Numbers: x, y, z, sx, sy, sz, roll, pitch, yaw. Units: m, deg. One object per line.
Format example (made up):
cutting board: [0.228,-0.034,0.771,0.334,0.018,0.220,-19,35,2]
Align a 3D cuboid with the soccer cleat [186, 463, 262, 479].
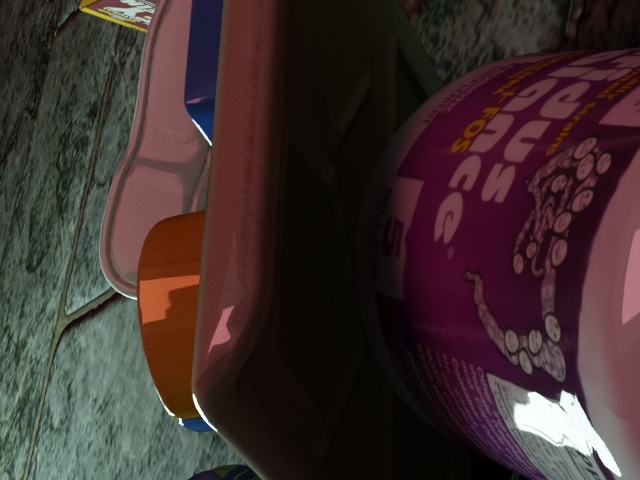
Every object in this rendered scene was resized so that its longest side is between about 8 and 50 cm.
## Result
soccer cleat: [-0.092,0.274,1.135,0.121,0.093,0.289,-45,-23,-66]

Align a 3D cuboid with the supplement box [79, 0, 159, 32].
supplement box: [-0.090,-0.268,1.435,0.191,0.129,0.194,1,76,69]

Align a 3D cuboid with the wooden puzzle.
wooden puzzle: [0.000,0.000,0.809,0.348,0.080,0.322,61,-154,-53]

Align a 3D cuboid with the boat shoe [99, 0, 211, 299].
boat shoe: [-0.078,-0.098,1.317,0.114,0.091,0.302,27,97,25]

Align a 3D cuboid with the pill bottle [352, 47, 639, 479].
pill bottle: [0.136,0.018,0.583,0.301,0.169,0.169,14,88,69]
